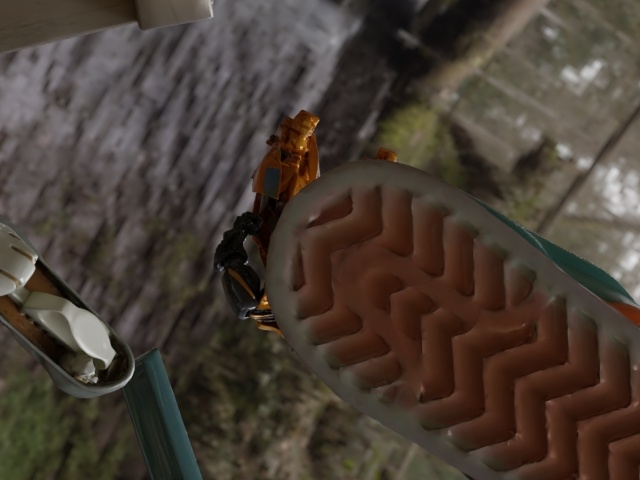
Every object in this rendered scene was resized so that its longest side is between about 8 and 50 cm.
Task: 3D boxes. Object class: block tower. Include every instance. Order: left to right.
[{"bbox_3d":[-0.116,-0.164,0.780,0.335,0.097,0.091,-122,-161,-70],"label":"block tower"}]

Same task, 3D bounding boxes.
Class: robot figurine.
[{"bbox_3d":[0.000,0.000,1.774,0.085,0.211,0.291,-54,-160,39],"label":"robot figurine"}]

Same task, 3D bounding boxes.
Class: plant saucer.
[{"bbox_3d":[-0.138,0.195,1.536,0.067,0.018,0.192,-29,-103,50],"label":"plant saucer"}]

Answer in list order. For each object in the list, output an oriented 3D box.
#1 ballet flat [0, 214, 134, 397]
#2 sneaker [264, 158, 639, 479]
[{"bbox_3d":[-0.217,0.036,1.266,0.068,0.213,0.072,-8,-140,53],"label":"ballet flat"},{"bbox_3d":[0.114,0.077,0.619,0.108,0.302,0.121,-48,176,10],"label":"sneaker"}]
